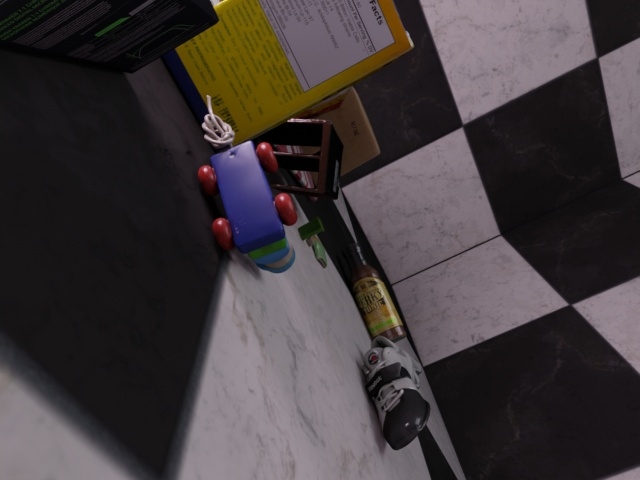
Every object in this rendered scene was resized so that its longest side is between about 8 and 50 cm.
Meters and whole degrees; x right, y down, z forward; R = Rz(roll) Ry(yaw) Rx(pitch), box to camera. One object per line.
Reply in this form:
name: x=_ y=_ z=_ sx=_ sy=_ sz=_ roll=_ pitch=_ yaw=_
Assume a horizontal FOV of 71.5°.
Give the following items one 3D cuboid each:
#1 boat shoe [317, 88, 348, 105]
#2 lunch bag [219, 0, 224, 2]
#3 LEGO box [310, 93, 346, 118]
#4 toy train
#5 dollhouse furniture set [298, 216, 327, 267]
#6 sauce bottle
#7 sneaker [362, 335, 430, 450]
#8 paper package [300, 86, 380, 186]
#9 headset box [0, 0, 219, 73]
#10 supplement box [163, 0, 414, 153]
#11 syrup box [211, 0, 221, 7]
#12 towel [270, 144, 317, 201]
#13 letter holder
boat shoe: x=-0.049 y=-0.375 z=1.067 sx=0.127 sy=0.340 sz=0.158 roll=60 pitch=22 yaw=-4
lunch bag: x=-0.262 y=-0.640 z=0.982 sx=0.223 sy=0.160 sz=0.262 roll=53 pitch=4 yaw=29
LEGO box: x=-0.103 y=-0.633 z=1.326 sx=0.372 sy=0.193 sz=0.501 roll=-155 pitch=-140 yaw=-83
toy train: x=-0.104 y=-0.077 z=0.644 sx=0.143 sy=0.105 sz=0.248 roll=70 pitch=-1 yaw=-63
dollhouse furniture set: x=0.000 y=0.000 z=1.139 sx=0.152 sy=0.058 sz=0.076 roll=52 pitch=15 yaw=-53
sauce bottle: x=0.162 y=0.173 z=1.455 sx=0.345 sy=0.111 sz=0.111 roll=65 pitch=9 yaw=21
sneaker: x=0.149 y=0.321 z=0.991 sx=0.146 sy=0.122 sz=0.330 roll=45 pitch=12 yaw=-4
paper package: x=0.034 y=-0.416 z=1.705 sx=0.325 sy=0.309 sz=0.168 roll=56 pitch=9 yaw=-41
headset box: x=-0.232 y=-0.292 z=0.362 sx=0.247 sy=0.131 sz=0.283 roll=62 pitch=10 yaw=-12
supplement box: x=-0.053 y=-0.323 z=0.765 sx=0.194 sy=0.356 sz=0.195 roll=62 pitch=9 yaw=-14
syrup box: x=-0.222 y=-0.424 z=0.919 sx=0.237 sy=0.096 sz=0.093 roll=-38 pitch=104 yaw=-82
towel: x=-0.111 y=-0.294 z=1.422 sx=0.329 sy=0.037 sz=0.237 roll=49 pitch=19 yaw=-54
letter holder: x=-0.068 y=-0.190 z=1.079 sx=0.302 sy=0.214 sz=0.152 roll=-18 pitch=114 yaw=-82
